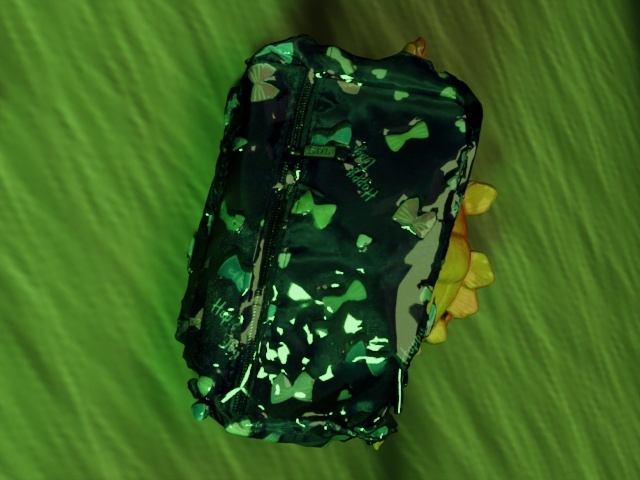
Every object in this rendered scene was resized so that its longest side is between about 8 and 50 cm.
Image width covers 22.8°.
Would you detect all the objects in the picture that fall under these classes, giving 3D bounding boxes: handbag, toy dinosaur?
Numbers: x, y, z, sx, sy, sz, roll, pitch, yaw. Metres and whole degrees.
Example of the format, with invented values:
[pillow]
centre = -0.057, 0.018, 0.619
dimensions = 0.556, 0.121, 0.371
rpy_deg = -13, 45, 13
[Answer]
[handbag]
centre = 0.000, 0.000, 0.994
dimensions = 0.162, 0.113, 0.260
rpy_deg = 12, 81, -2
[toy dinosaur]
centre = 0.076, 0.002, 1.121
dimensions = 0.117, 0.070, 0.288
rpy_deg = -6, 99, -43
